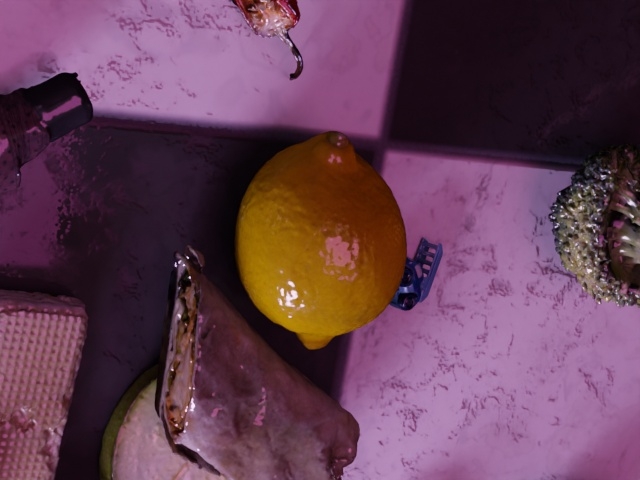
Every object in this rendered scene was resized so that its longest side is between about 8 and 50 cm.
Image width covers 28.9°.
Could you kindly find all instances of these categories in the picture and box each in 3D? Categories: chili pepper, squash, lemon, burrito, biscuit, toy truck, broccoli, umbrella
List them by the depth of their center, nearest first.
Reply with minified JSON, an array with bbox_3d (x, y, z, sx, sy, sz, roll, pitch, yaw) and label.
[{"bbox_3d":[-0.359,-0.064,1.160,0.326,0.094,0.090,-30,73,-16],"label":"umbrella"},{"bbox_3d":[-0.311,0.169,1.273,0.108,0.062,0.238,9,102,-31],"label":"biscuit"},{"bbox_3d":[-0.073,-0.285,1.276,0.268,0.059,0.050,61,35,-26],"label":"chili pepper"},{"bbox_3d":[0.000,0.000,1.325,0.187,0.187,0.244,-9,110,-27],"label":"lemon"},{"bbox_3d":[-0.084,0.183,1.349,0.347,0.107,0.175,50,60,-31],"label":"burrito"},{"bbox_3d":[-0.143,0.232,1.405,0.219,0.041,0.219,-8,105,-30],"label":"squash"},{"bbox_3d":[0.108,0.037,1.475,0.090,0.056,0.073,-34,124,-31],"label":"toy truck"},{"bbox_3d":[0.383,-0.023,1.532,0.198,0.226,0.176,-41,77,-11],"label":"broccoli"}]
